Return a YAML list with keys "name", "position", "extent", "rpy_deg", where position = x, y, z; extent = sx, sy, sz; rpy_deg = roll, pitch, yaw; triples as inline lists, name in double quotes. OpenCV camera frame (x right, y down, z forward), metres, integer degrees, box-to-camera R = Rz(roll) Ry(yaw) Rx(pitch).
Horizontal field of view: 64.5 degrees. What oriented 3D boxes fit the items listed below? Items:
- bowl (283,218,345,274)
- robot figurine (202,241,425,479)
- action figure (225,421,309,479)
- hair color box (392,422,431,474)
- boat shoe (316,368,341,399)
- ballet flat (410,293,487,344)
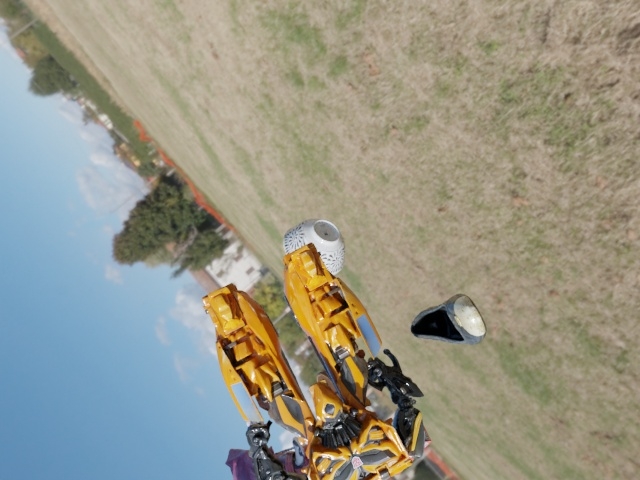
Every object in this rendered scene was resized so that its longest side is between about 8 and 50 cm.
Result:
- name: "bowl"
  position: [0.000, 0.000, 1.262]
  extent: [0.170, 0.170, 0.080]
  rpy_deg: [47, 133, 14]
- name: "robot figurine"
  position: [-0.006, 0.162, 0.568]
  extent: [0.291, 0.211, 0.085]
  rpy_deg: [61, 172, 6]
- name: "action figure"
  position: [-0.115, 0.616, 1.329]
  extent: [0.248, 0.275, 0.370]
  rpy_deg: [17, 145, -27]
- name: "hair color box"
  position: [0.219, 0.551, 1.377]
  extent: [0.053, 0.167, 0.093]
  rpy_deg: [10, -144, -30]
- name: "boat shoe"
  position: [0.047, 0.387, 1.207]
  extent: [0.060, 0.064, 0.178]
  rpy_deg: [-18, -115, -51]
- name: "ballet flat"
  position: [0.146, 0.098, 0.580]
  extent: [0.173, 0.049, 0.057]
  rpy_deg: [98, 151, -75]
